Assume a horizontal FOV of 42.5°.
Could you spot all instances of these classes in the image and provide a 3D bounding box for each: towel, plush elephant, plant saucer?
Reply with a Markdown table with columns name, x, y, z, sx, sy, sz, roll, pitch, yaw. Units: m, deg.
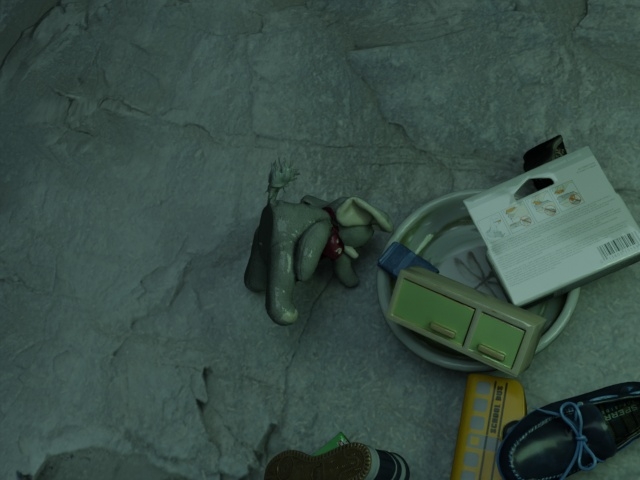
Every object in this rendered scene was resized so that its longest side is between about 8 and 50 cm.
| name | x | y | z | sx | sy | sz | roll | pitch | yaw |
| --- | --- | --- | --- | --- | --- | --- | --- | --- | --- |
| towel | 0.176 | 0.055 | 1.653 | 0.119 | 0.029 | 0.067 | 36 | 77 | 30 |
| plush elephant | 0.000 | 0.000 | 1.747 | 0.256 | 0.272 | 0.329 | 5 | 97 | -20 |
| plant saucer | 0.318 | 0.088 | 1.667 | 0.401 | 0.100 | 0.400 | -7 | 60 | 13 |

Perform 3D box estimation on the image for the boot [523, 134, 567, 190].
| name | x | y | z | sx | sy | sz | roll | pitch | yaw |
| --- | --- | --- | --- | --- | --- | --- | --- | --- | --- |
| boot | 0.502 | -0.116 | 1.726 | 0.085 | 0.236 | 0.178 | -29 | 98 | 27 |

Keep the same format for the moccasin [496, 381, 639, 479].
| name | x | y | z | sx | sy | sz | roll | pitch | yaw |
| --- | --- | --- | --- | --- | --- | --- | --- | --- | --- |
| moccasin | 0.458 | 0.317 | 1.419 | 0.342 | 0.117 | 0.137 | -24 | 84 | -21 |

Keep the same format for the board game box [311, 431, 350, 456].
| name | x | y | z | sx | sy | sz | roll | pitch | yaw |
| --- | --- | --- | --- | --- | --- | --- | --- | --- | --- |
| board game box | -0.019 | 0.545 | 1.553 | 0.317 | 0.046 | 0.213 | -37 | 58 | -5 |

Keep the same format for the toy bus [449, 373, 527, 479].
| name | x | y | z | sx | sy | sz | roll | pitch | yaw |
| --- | --- | --- | --- | --- | --- | --- | --- | --- | --- |
| toy bus | 0.307 | 0.418 | 1.487 | 0.130 | 0.108 | 0.332 | 6 | 64 | 19 |

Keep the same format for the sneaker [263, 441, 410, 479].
| name | x | y | z | sx | sy | sz | roll | pitch | yaw |
| --- | --- | --- | --- | --- | --- | --- | --- | --- | --- |
| sneaker | 0.033 | 0.440 | 1.523 | 0.282 | 0.153 | 0.099 | -23 | 56 | 40 |

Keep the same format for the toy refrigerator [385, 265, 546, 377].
| name | x | y | z | sx | sy | sz | roll | pitch | yaw |
| --- | --- | --- | --- | --- | --- | --- | --- | --- | --- |
| toy refrigerator | 0.263 | 0.144 | 1.518 | 0.270 | 0.094 | 0.102 | 24 | 105 | 26 |

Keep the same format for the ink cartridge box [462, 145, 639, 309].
| name | x | y | z | sx | sy | sz | roll | pitch | yaw |
| --- | --- | --- | --- | --- | --- | --- | --- | --- | --- |
| ink cartridge box | 0.444 | -0.022 | 1.580 | 0.275 | 0.060 | 0.238 | -24 | 65 | 3 |
